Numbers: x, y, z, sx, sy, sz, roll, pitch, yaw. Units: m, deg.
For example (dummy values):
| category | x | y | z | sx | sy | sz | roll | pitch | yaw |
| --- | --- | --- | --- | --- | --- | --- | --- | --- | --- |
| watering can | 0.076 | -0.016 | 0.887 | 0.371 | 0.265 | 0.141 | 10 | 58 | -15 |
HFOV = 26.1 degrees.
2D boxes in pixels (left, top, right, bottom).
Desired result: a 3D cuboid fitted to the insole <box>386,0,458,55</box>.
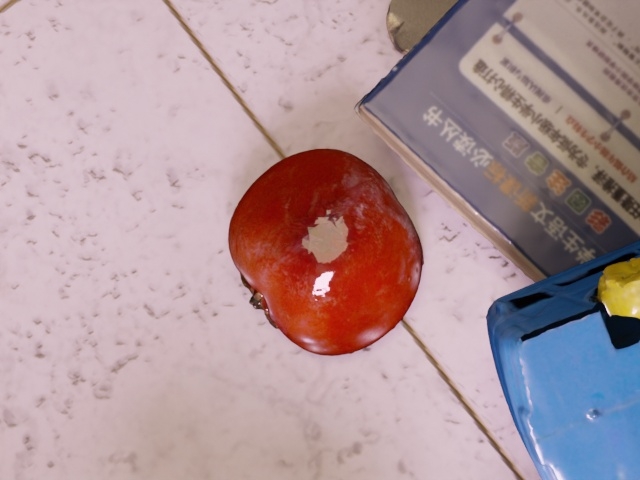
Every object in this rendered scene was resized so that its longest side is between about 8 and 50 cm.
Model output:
| category | x | y | z | sx | sy | sz | roll | pitch | yaw |
| --- | --- | --- | --- | --- | --- | --- | --- | --- | --- |
| insole | 0.170 | -0.210 | 1.104 | 0.248 | 0.011 | 0.081 | -19 | 76 | 0 |

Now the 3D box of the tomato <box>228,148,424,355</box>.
| category | x | y | z | sx | sy | sz | roll | pitch | yaw |
| --- | --- | --- | --- | --- | --- | --- | --- | --- | --- |
| tomato | 0.000 | 0.000 | 1.025 | 0.139 | 0.091 | 0.159 | -32 | 71 | -4 |

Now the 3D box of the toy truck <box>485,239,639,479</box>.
| category | x | y | z | sx | sy | sz | roll | pitch | yaw |
| --- | --- | --- | --- | --- | --- | --- | --- | --- | --- |
| toy truck | 0.297 | 0.048 | 0.910 | 0.385 | 0.162 | 0.161 | -23 | 97 | -7 |

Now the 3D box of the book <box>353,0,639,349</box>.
| category | x | y | z | sx | sy | sz | roll | pitch | yaw |
| --- | --- | --- | --- | --- | --- | --- | --- | --- | --- |
| book | 0.277 | -0.148 | 1.026 | 0.300 | 0.039 | 0.428 | 44 | 84 | 2 |
